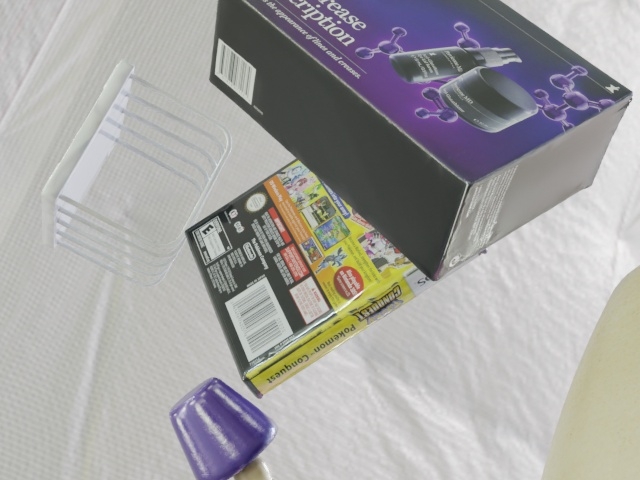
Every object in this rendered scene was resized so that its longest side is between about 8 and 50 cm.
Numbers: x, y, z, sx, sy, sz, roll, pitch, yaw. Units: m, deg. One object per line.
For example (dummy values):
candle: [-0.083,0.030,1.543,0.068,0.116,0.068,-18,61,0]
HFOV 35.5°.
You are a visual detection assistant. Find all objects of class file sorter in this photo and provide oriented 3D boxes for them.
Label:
file sorter: [-0.239,-0.068,1.301,0.173,0.277,0.193,28,-108,-7]

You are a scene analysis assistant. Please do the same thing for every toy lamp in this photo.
toy lamp: [-0.020,0.229,0.797,0.080,0.080,0.275,-39,-84,-31]

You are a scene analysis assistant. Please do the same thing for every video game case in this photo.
video game case: [0.000,0.000,0.996,0.248,0.275,0.035,-33,-55,1]

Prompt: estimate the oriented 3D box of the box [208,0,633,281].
box: [0.068,-0.118,0.758,0.184,0.103,0.261,-27,-123,-34]

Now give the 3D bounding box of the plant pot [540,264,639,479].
plant pot: [0.239,0.142,0.590,0.256,0.256,0.274,39,-142,-23]
